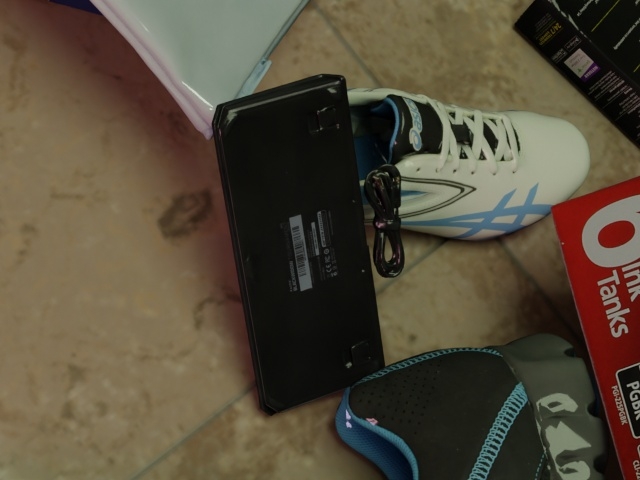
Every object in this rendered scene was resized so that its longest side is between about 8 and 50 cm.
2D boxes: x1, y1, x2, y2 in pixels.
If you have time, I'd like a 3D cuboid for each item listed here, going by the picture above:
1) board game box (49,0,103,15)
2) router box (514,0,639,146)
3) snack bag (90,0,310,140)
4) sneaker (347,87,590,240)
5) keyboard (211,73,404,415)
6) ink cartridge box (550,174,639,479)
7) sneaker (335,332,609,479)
[{"bbox_3d":[-0.193,-0.249,0.916,0.194,0.060,0.194,14,63,-17],"label":"board game box"},{"bbox_3d":[0.233,-0.161,1.070,0.133,0.046,0.179,44,59,-2],"label":"router box"},{"bbox_3d":[-0.105,-0.267,0.909,0.342,0.037,0.323,47,43,-17],"label":"snack bag"},{"bbox_3d":[0.065,-0.050,0.930,0.237,0.086,0.085,-2,68,-25],"label":"sneaker"},{"bbox_3d":[0.000,0.000,0.864,0.108,0.023,0.180,-17,113,-23],"label":"keyboard"},{"bbox_3d":[0.297,0.090,0.829,0.271,0.130,0.309,-20,57,15],"label":"ink cartridge box"},{"bbox_3d":[0.095,0.218,0.824,0.139,0.125,0.341,-4,62,-13],"label":"sneaker"}]
